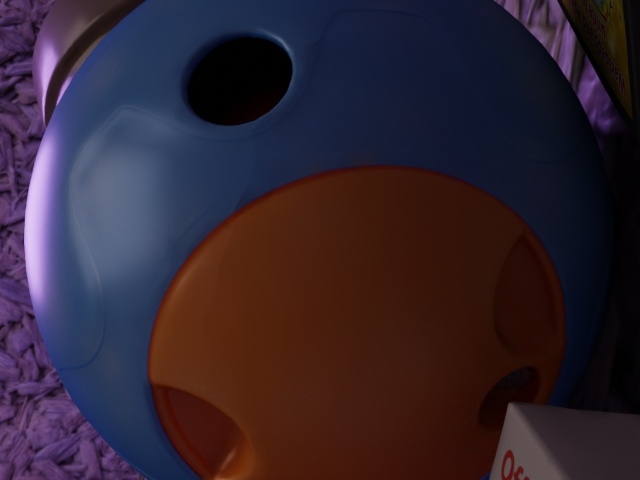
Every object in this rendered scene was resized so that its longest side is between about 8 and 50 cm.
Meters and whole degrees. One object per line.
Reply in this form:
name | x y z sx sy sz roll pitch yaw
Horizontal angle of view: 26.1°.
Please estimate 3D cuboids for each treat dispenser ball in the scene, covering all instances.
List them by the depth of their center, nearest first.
treat dispenser ball | 0.000 0.000 0.685 0.288 0.288 0.288 -170 90 -79

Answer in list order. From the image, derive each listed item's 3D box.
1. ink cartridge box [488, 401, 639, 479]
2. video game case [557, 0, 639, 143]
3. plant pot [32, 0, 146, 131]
ink cartridge box | 0.103 0.188 0.500 0.160 0.092 0.220 -119 39 -72
video game case | 0.120 -0.213 0.636 0.275 0.035 0.248 -94 -7 -61
plant pot | -0.087 -0.077 1.276 0.323 0.323 0.280 112 148 -47
